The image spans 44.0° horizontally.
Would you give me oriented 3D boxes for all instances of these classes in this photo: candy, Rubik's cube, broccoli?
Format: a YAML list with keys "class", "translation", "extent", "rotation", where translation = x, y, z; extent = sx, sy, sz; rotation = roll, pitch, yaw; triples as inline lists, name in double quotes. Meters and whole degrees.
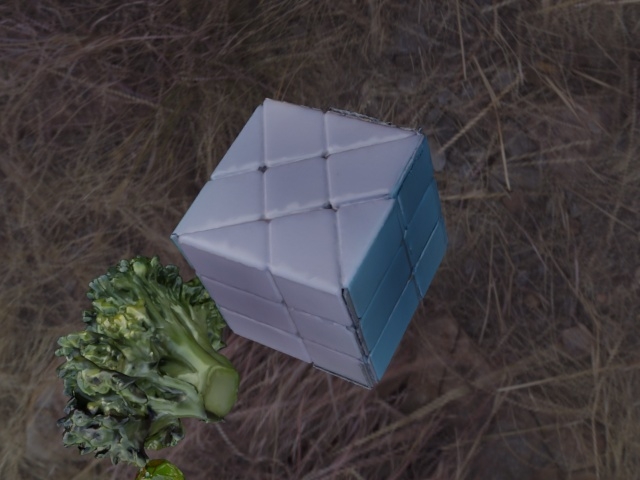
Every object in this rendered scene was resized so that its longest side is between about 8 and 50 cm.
- class: "candy"
  translation: [-0.179, 0.432, 1.243]
  extent: [0.262, 0.073, 0.077]
  rotation: [33, 134, 7]
- class: "Rubik's cube"
  translation: [0.000, 0.000, 0.938]
  extent: [0.221, 0.231, 0.224]
  rotation: [17, 153, 26]
- class: "broccoli"
  translation: [-0.281, 0.195, 1.274]
  extent: [0.324, 0.272, 0.334]
  rotation: [30, 75, -29]
